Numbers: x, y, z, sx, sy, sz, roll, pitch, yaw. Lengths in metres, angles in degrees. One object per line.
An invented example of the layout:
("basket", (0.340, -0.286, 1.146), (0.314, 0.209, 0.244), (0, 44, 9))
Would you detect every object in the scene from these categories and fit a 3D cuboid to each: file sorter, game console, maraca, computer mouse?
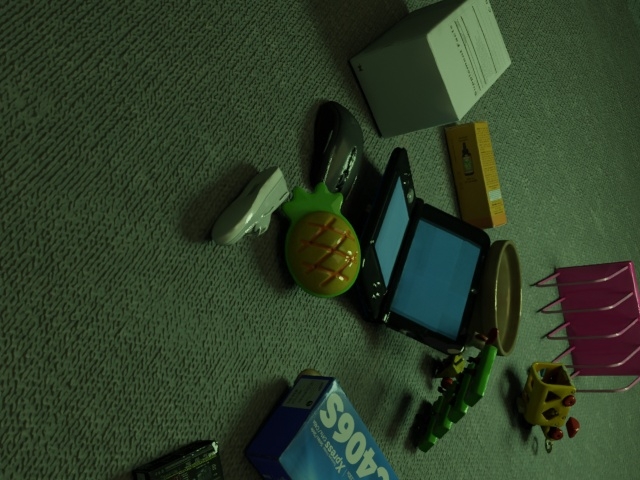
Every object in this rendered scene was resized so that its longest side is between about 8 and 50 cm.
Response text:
("file sorter", (0.671, 0.219, 2.011), (0.182, 0.202, 0.290), (-16, 95, -48))
("game console", (0.193, 0.017, 1.470), (0.250, 0.173, 0.293), (71, 33, -49))
("maraca", (0.000, 0.000, 1.304), (0.127, 0.099, 0.185), (-11, 87, -22))
("computer mouse", (0.057, -0.111, 1.431), (0.184, 0.060, 0.262), (34, 58, -41))

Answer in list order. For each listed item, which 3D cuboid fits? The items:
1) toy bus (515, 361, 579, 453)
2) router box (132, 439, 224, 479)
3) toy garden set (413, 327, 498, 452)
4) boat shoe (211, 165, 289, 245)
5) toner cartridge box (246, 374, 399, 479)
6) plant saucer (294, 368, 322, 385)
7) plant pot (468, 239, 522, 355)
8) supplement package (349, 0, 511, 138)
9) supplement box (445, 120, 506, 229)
("toy bus", (0.501, 0.374, 1.841), (0.104, 0.191, 0.202), (6, 73, -6))
("router box", (-0.181, 0.326, 1.067), (0.122, 0.038, 0.092), (-13, 92, -51))
("toy garden set", (0.249, 0.251, 1.495), (0.049, 0.244, 0.204), (28, 49, 1))
("boat shoe", (-0.101, -0.041, 1.229), (0.063, 0.066, 0.184), (59, 34, -24))
("toner cartridge box", (0.034, 0.393, 1.277), (0.165, 0.075, 0.348), (-50, 122, -36))
("plant saucer", (-0.011, 0.249, 1.310), (0.083, 0.015, 0.083), (13, 73, -49))
("plant pot", (0.338, 0.116, 1.671), (0.237, 0.110, 0.237), (-8, 99, -63))
("supplement package", (0.222, -0.349, 1.589), (0.293, 0.177, 0.175), (-46, 118, -45))
("supplement box", (0.341, -0.141, 1.773), (0.080, 0.078, 0.233), (-17, 97, -51))
